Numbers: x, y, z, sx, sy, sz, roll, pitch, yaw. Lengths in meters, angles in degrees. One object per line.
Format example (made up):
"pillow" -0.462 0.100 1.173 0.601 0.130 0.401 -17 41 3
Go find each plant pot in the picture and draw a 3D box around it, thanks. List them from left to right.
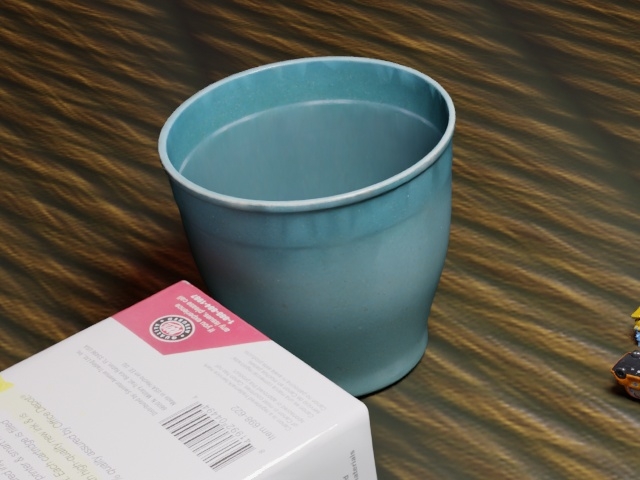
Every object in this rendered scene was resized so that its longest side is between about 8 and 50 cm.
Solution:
"plant pot" 0.000 0.000 1.650 0.272 0.255 0.271 -5 33 3

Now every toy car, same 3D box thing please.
"toy car" 0.310 0.108 1.616 0.060 0.040 0.122 0 30 25

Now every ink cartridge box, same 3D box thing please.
"ink cartridge box" -0.184 0.222 1.430 0.385 0.160 0.279 -26 37 -27
